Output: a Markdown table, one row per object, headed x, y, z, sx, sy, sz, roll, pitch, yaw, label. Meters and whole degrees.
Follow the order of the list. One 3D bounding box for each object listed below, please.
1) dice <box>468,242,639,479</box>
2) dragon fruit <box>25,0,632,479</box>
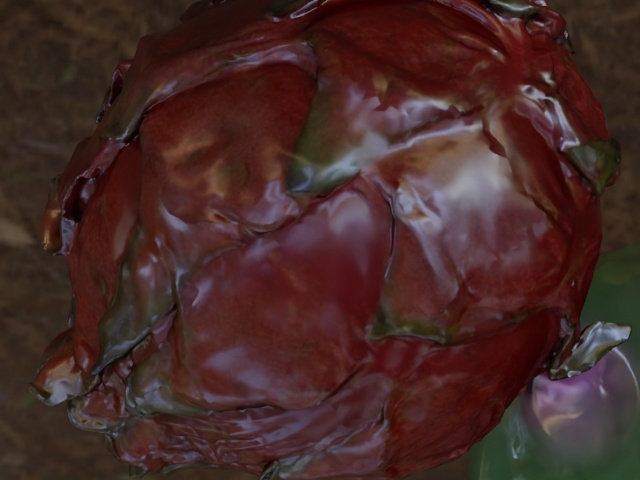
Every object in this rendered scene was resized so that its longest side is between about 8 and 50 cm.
| x | y | z | sx | sy | sz | roll | pitch | yaw | label |
| --- | --- | --- | --- | --- | --- | --- | --- | --- | --- |
| 0.290 | 0.168 | 0.979 | 0.322 | 0.330 | 0.318 | -14 | 164 | 27 | dice |
| 0.000 | 0.000 | 0.739 | 0.244 | 0.244 | 0.299 | 35 | 111 | -32 | dragon fruit |
